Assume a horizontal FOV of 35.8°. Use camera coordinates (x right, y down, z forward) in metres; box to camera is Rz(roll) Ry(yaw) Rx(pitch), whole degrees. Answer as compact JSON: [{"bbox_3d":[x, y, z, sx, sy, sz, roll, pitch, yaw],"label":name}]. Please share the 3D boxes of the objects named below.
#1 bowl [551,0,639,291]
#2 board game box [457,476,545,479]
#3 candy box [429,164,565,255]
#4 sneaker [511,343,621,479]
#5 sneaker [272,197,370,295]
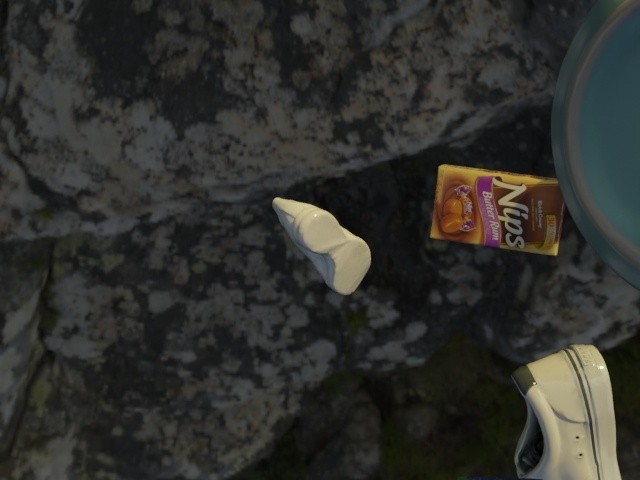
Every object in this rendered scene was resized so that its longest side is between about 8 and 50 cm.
[{"bbox_3d":[0.268,-0.072,0.607,0.163,0.311,0.311,-8,138,-45],"label":"bowl"},{"bbox_3d":[0.111,0.273,0.718,0.035,0.201,0.136,26,161,-11],"label":"board game box"},{"bbox_3d":[0.260,-0.046,1.451,0.187,0.053,0.109,8,101,12],"label":"candy box"},{"bbox_3d":[0.230,0.219,0.936,0.091,0.094,0.258,-11,106,2],"label":"sneaker"},{"bbox_3d":[0.000,0.000,1.400,0.080,0.094,0.212,-50,143,-10],"label":"sneaker"}]
